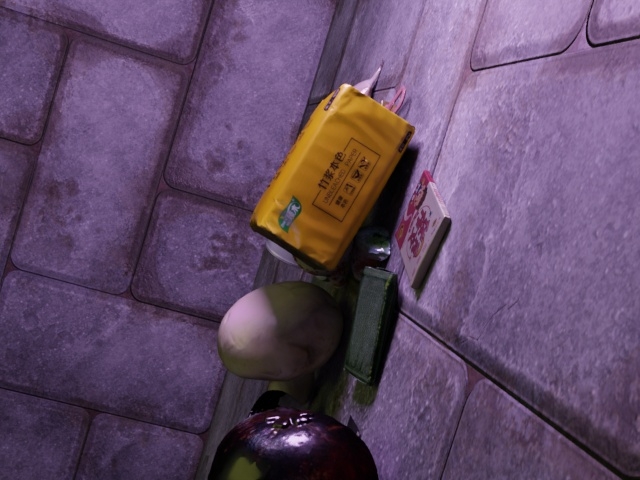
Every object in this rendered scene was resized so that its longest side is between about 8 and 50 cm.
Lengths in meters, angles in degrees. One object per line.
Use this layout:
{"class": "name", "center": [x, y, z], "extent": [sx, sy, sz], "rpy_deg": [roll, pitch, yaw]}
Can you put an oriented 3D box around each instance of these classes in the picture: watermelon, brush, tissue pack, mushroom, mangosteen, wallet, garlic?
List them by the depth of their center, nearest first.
{"class": "mangosteen", "center": [-0.048, 0.459, 1.593], "extent": [0.330, 0.330, 0.330], "rpy_deg": [-164, 90, -78]}
{"class": "wallet", "center": [0.108, 0.175, 1.839], "extent": [0.160, 0.055, 0.236], "rpy_deg": [-164, 84, -75]}
{"class": "watermelon", "center": [0.102, 0.032, 2.033], "extent": [0.187, 0.071, 0.139], "rpy_deg": [-113, 36, -71]}
{"class": "tissue pack", "center": [0.018, -0.139, 2.046], "extent": [0.382, 0.228, 0.293], "rpy_deg": [-60, 8, -4]}
{"class": "mushroom", "center": [-0.103, 0.232, 2.183], "extent": [0.356, 0.315, 0.315], "rpy_deg": [119, 164, -70]}
{"class": "brush", "center": [0.173, -0.316, 2.223], "extent": [0.233, 0.047, 0.103], "rpy_deg": [133, 151, -62]}
{"class": "garlic", "center": [0.107, -0.404, 2.573], "extent": [0.266, 0.128, 0.148], "rpy_deg": [-47, 39, 43]}

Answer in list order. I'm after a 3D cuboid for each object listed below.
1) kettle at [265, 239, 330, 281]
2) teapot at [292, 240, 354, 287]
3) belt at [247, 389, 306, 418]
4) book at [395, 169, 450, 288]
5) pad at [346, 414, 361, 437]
{"class": "kettle", "center": [0.006, -0.082, 2.410], "extent": [0.205, 0.265, 0.318], "rpy_deg": [-26, -39, -61]}
{"class": "teapot", "center": [0.000, 0.000, 2.246], "extent": [0.116, 0.159, 0.245], "rpy_deg": [47, -158, -63]}
{"class": "belt", "center": [-0.104, 0.494, 2.058], "extent": [0.164, 0.184, 0.289], "rpy_deg": [107, 170, -53]}
{"class": "book", "center": [0.200, -0.026, 1.757], "extent": [0.232, 0.022, 0.162], "rpy_deg": [-96, 25, -63]}
{"class": "pad", "center": [0.045, 0.473, 1.849], "extent": [0.116, 0.004, 0.193], "rpy_deg": [-132, 59, -77]}
